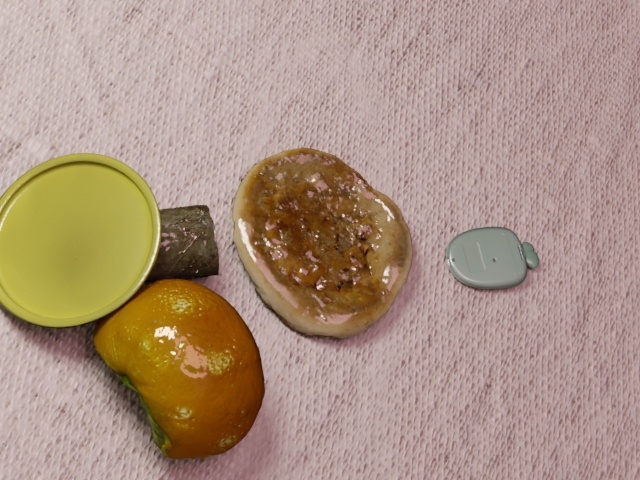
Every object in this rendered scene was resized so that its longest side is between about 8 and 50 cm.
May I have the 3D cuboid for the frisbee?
[{"bbox_3d":[-0.310,0.000,2.001,0.235,0.017,0.236,-4,68,10],"label":"frisbee"}]

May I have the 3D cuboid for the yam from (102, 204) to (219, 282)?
[{"bbox_3d":[-0.211,0.007,2.068,0.183,0.107,0.107,-7,71,-27],"label":"yam"}]

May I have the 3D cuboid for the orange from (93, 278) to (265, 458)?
[{"bbox_3d":[-0.167,0.149,1.986,0.179,0.158,0.237,-16,70,-46],"label":"orange"}]

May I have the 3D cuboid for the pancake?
[{"bbox_3d":[0.000,0.000,2.203,0.282,0.049,0.282,10,61,-19],"label":"pancake"}]

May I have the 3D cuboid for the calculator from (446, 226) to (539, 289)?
[{"bbox_3d":[0.251,0.025,2.324,0.153,0.021,0.095,-5,70,-24],"label":"calculator"}]
